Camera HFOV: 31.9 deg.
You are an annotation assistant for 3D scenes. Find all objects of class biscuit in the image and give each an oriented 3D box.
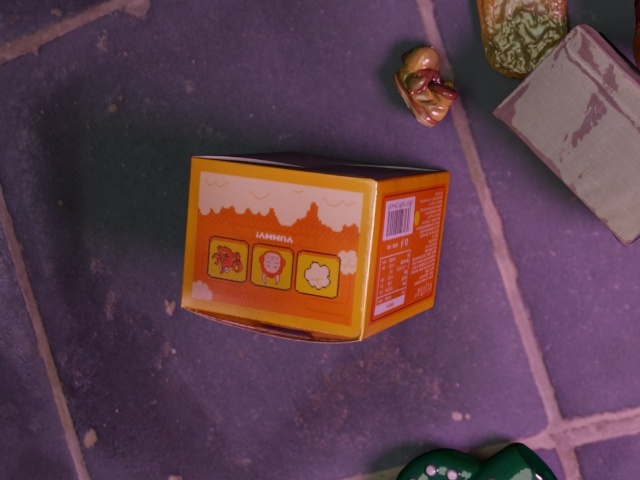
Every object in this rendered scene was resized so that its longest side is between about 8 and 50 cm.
[{"bbox_3d":[0.259,-0.334,1.456,0.118,0.029,0.247,-5,94,24],"label":"biscuit"}]

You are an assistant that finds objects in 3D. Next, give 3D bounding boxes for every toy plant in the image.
[{"bbox_3d":[0.215,0.387,1.515,0.243,0.112,0.233,-22,82,19],"label":"toy plant"}]

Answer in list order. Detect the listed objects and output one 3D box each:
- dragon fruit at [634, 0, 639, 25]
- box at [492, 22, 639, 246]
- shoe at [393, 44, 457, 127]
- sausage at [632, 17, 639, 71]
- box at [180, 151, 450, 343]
[{"bbox_3d":[0.426,-0.316,1.363,0.097,0.063,0.131,-5,94,25],"label":"dragon fruit"},{"bbox_3d":[0.357,-0.132,1.369,0.231,0.149,0.155,47,112,12],"label":"box"},{"bbox_3d":[0.146,-0.208,1.502,0.069,0.072,0.109,-39,40,34],"label":"shoe"},{"bbox_3d":[0.485,-0.237,1.282,0.258,0.133,0.133,-13,91,-6],"label":"sausage"},{"bbox_3d":[0.000,0.000,1.473,0.259,0.283,0.214,7,98,24],"label":"box"}]
